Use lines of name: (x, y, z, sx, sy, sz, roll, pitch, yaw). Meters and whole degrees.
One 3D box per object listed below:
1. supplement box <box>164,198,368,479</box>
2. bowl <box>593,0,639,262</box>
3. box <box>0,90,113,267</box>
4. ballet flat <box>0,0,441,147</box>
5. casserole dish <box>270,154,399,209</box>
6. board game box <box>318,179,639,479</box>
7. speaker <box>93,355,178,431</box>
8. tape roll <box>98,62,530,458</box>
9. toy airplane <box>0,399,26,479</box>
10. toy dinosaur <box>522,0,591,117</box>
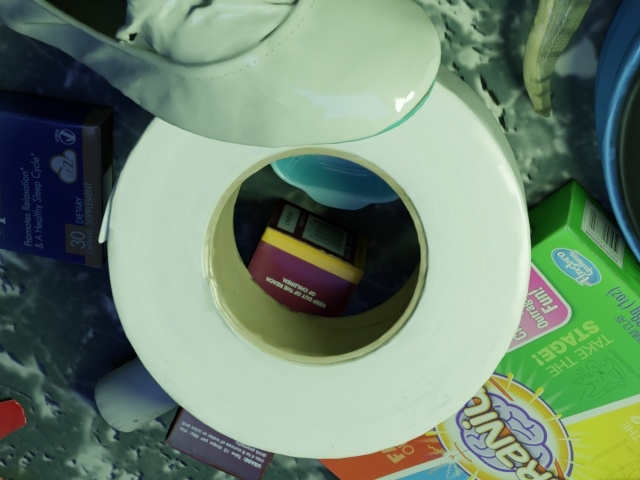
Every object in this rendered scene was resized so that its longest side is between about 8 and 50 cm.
supplement box: (-0.039, 0.075, 1.268, 0.081, 0.104, 0.188, 25, 104, -2)
bowl: (0.370, -0.063, 1.092, 0.391, 0.077, 0.391, 10, 130, 12)
box: (-0.276, -0.059, 1.322, 0.225, 0.036, 0.136, 11, 127, 10)
ballet flat: (-0.106, -0.161, 1.040, 0.400, 0.139, 0.139, 24, 136, 40)
casserole dish: (0.022, -0.108, 1.202, 0.114, 0.037, 0.188, 12, 126, 8)
board game box: (0.158, 0.128, 1.313, 0.242, 0.064, 0.316, 42, 125, -15)
speaker: (-0.123, 0.110, 1.385, 0.136, 0.055, 0.055, -31, 112, 31)
tape roll: (0.000, 0.000, 1.139, 0.286, 0.100, 0.286, 1, 105, 6)
toy airplane: (-0.316, 0.197, 1.518, 0.151, 0.028, 0.151, 9, 127, 12)
toy dinosaur: (0.153, -0.199, 1.083, 0.118, 0.064, 0.268, 24, 128, -3)
